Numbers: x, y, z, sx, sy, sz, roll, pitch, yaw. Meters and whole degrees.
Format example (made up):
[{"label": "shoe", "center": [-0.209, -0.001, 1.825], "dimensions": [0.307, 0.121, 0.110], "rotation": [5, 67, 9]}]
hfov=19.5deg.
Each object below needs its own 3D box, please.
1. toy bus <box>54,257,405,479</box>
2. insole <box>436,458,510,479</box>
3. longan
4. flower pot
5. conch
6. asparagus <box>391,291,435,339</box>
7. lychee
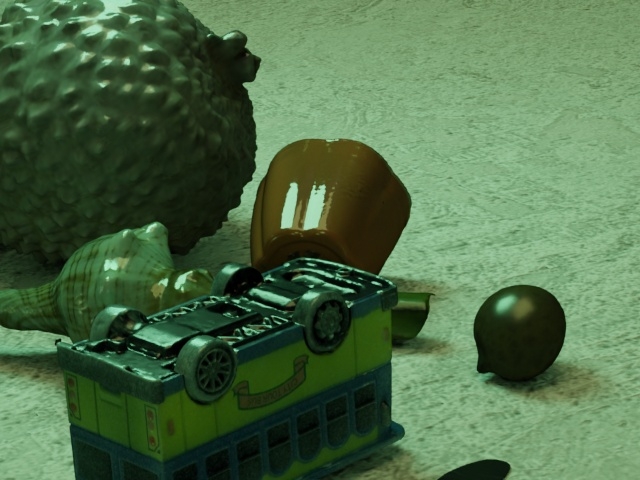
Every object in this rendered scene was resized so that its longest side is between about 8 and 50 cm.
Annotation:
[{"label": "toy bus", "center": [-0.076, 0.138, 1.714], "dimensions": [0.312, 0.190, 0.152], "rotation": [-20, 24, -41]}, {"label": "insole", "center": [0.123, 0.230, 1.704], "dimensions": [0.053, 0.002, 0.153], "rotation": [10, 23, 35]}, {"label": "longan", "center": [0.206, 0.099, 1.945], "dimensions": [0.113, 0.092, 0.113], "rotation": [-28, 38, 24]}, {"label": "flower pot", "center": [0.000, 0.000, 2.167], "dimensions": [0.191, 0.190, 0.173], "rotation": [1, 33, 12]}, {"label": "conch", "center": [-0.213, 0.058, 2.001], "dimensions": [0.386, 0.169, 0.203], "rotation": [22, 6, 32]}, {"label": "asparagus", "center": [-0.011, 0.081, 2.072], "dimensions": [0.278, 0.067, 0.060], "rotation": [4, -2, 12]}, {"label": "lychee", "center": [-0.272, -0.150, 2.320], "dimensions": [0.432, 0.380, 0.380], "rotation": [-23, 15, 13]}]
